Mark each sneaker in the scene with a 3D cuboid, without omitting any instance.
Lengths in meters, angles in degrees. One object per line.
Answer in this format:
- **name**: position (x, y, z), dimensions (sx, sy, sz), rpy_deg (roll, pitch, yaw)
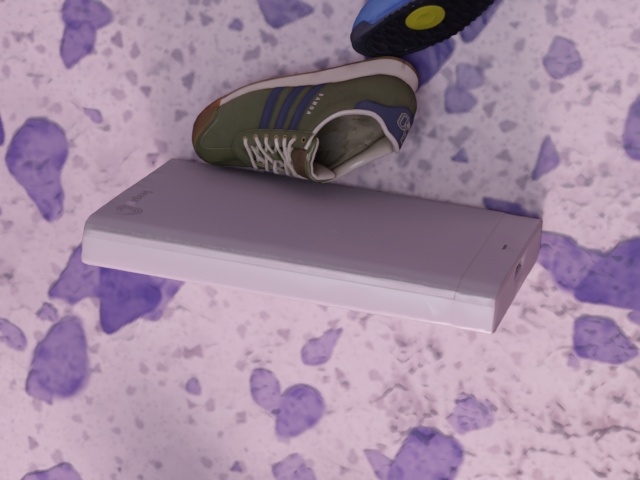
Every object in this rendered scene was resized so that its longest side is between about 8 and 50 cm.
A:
- **sneaker**: position (-0.016, -0.081, 1.533), dimensions (0.192, 0.086, 0.064), rpy_deg (-15, 134, 18)
- **sneaker**: position (0.100, -0.218, 1.493), dimensions (0.209, 0.069, 0.082), rpy_deg (-37, 57, 31)

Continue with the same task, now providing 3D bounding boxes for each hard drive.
- **hard drive**: position (0.000, 0.000, 1.496), dimensions (0.308, 0.203, 0.040), rpy_deg (10, 108, 13)
